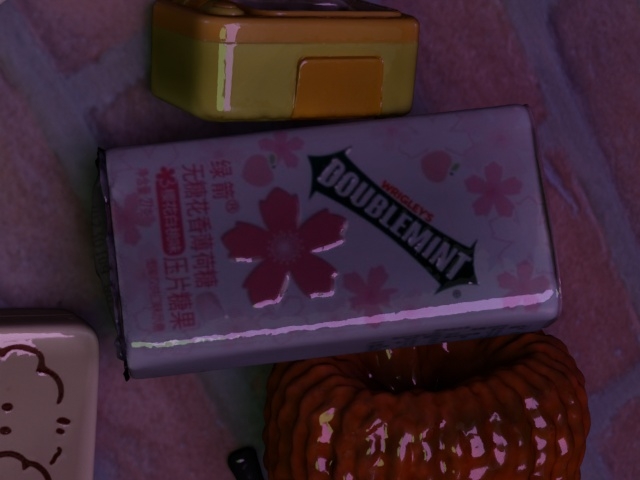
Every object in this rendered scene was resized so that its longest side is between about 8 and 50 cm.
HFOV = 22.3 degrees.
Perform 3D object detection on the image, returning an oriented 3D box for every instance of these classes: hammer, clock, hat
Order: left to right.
[{"bbox_3d":[-0.030,-0.155,1.358,0.202,0.143,0.096,-3,103,-27],"label":"clock"},{"bbox_3d":[-0.028,0.298,1.517,0.103,0.029,0.246,-26,109,-20],"label":"hammer"},{"bbox_3d":[0.077,0.250,1.476,0.285,0.285,0.400,-9,125,-25],"label":"hat"}]

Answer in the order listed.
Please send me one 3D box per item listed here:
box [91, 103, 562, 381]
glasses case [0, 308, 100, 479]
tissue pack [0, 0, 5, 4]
[{"bbox_3d":[0.000,0.000,1.333,0.370,0.112,0.190,-7,77,-7],"label":"box"},{"bbox_3d":[-0.266,0.226,1.351,0.144,0.076,0.336,-1,101,-27],"label":"glasses case"},{"bbox_3d":[-0.316,-0.193,1.228,0.149,0.099,0.106,-41,113,-14],"label":"tissue pack"}]
